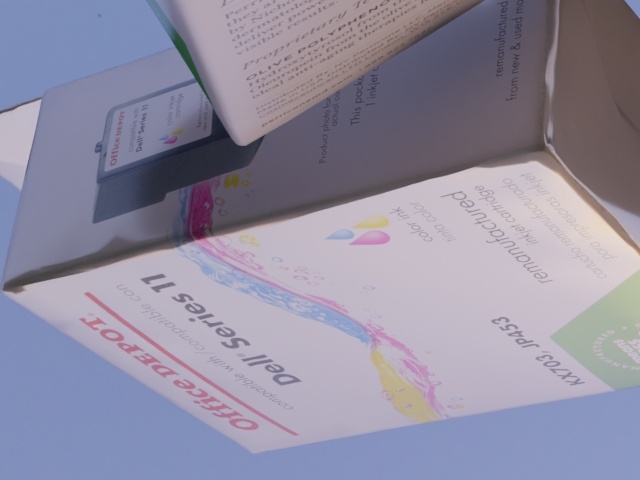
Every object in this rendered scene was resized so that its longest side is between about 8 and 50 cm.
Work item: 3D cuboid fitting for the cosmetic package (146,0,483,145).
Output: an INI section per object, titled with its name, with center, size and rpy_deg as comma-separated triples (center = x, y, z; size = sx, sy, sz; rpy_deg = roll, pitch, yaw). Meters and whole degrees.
[cosmetic package]
center = -0.027, -0.185, 0.515
size = 0.155, 0.365, 0.197
rpy_deg = -31, -103, -2

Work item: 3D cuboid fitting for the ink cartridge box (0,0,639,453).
[ink cartridge box]
center = 0.000, 0.000, 0.844
size = 0.207, 0.353, 0.119
rpy_deg = 39, -132, -43
